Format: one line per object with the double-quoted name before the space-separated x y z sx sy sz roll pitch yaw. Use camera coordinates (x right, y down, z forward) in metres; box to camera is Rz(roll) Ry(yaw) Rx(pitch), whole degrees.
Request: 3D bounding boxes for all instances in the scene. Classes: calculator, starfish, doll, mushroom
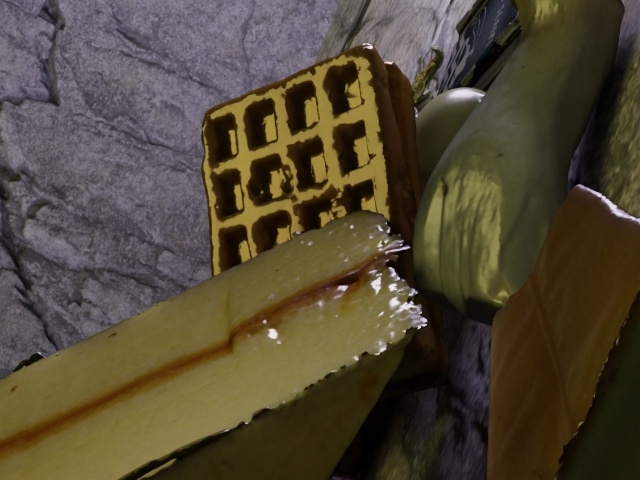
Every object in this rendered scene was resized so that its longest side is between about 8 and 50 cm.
"calculator" 0.191 -0.234 1.494 0.274 0.028 0.166 131 160 -62
"starfish" 0.106 -0.130 1.609 0.223 0.050 0.217 -58 -22 -57
"doll" 0.102 -0.051 1.364 0.296 0.117 0.141 -43 4 39
"mushroom" 0.171 -0.078 1.064 0.159 0.122 0.329 5 69 42

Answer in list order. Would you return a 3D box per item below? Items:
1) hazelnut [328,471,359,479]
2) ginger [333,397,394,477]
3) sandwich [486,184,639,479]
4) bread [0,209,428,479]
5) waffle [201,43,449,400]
"hazelnut" -0.031 0.283 1.032 0.186 0.210 0.210 44 119 35
"ginger" -0.046 0.245 1.321 0.165 0.172 0.321 42 -116 -60
"sandwich" 0.154 0.095 0.716 0.186 0.108 0.220 -117 47 -78
"bread" -0.105 0.097 0.975 0.405 0.242 0.345 -57 19 -5
"waffle" 0.000 0.000 1.256 0.224 0.098 0.328 -19 64 27
